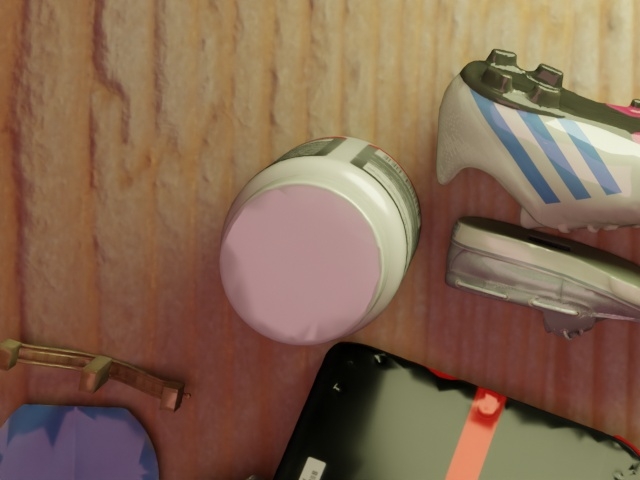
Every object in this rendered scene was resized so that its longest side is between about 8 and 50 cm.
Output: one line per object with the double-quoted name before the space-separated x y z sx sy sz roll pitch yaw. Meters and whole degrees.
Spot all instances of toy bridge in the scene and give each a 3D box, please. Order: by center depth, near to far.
"toy bridge" -0.215 0.128 1.812 0.188 0.063 0.026 14 100 6

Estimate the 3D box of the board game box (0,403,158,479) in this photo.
"board game box" -0.240 0.226 1.848 0.168 0.033 0.133 1 94 2

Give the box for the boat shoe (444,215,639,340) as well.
"boat shoe" 0.224 0.046 1.743 0.227 0.079 0.081 19 107 10

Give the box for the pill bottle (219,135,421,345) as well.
"pill bottle" 0.000 0.000 1.653 0.161 0.283 0.161 1 99 7

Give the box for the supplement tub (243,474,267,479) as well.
"supplement tub" -0.115 0.325 1.788 0.199 0.144 0.144 -32 93 10

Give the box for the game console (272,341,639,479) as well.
"game console" 0.107 0.298 1.684 0.342 0.060 0.386 19 56 7

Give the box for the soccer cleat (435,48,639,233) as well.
"soccer cleat" 0.261 -0.058 1.712 0.331 0.116 0.143 22 117 5
